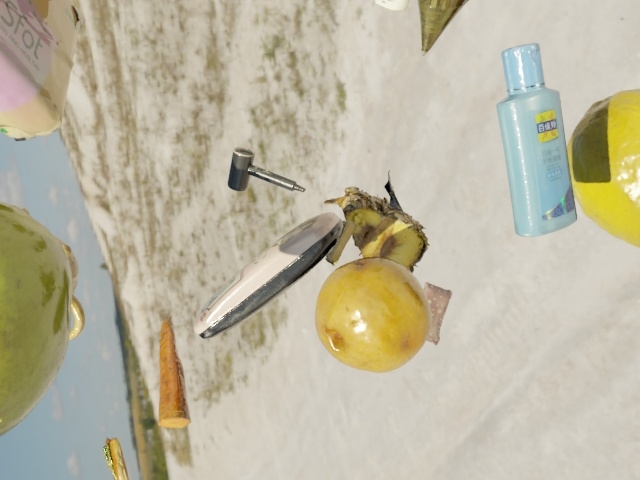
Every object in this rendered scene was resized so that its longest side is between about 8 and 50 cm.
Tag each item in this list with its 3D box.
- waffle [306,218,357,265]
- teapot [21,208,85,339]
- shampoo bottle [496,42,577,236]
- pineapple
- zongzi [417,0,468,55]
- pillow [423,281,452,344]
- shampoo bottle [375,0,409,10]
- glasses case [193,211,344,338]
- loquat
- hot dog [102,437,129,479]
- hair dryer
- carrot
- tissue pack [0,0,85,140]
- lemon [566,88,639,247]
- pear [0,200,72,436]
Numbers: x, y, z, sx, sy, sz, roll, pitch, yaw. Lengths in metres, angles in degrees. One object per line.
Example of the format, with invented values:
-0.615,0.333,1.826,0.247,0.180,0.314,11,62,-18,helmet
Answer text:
0.000,0.000,1.405,0.153,0.023,0.097,6,61,53,waffle
-0.601,0.071,1.570,0.311,0.167,0.203,59,-164,7,teapot
0.295,-0.140,0.995,0.061,0.104,0.258,4,109,58,shampoo bottle
0.134,-0.035,1.544,0.334,0.158,0.161,54,-165,-37,pineapple
0.255,-0.427,1.134,0.112,0.221,0.242,-116,16,-59,zongzi
0.339,0.225,2.188,0.043,0.118,0.185,5,76,63,pillow
0.155,-0.525,1.387,0.077,0.045,0.151,38,124,34,shampoo bottle
-0.089,0.060,1.221,0.075,0.314,0.122,51,-170,-5,glasses case
0.094,0.129,1.273,0.208,0.208,0.208,172,90,-75,loquat
-0.492,0.535,1.725,0.056,0.041,0.133,-46,60,60,hot dog
-0.166,-0.182,2.205,0.070,0.255,0.128,-42,-27,-59,hair dryer
-0.277,0.235,1.320,0.057,0.057,0.224,101,159,-50,carrot
-0.409,-0.281,0.883,0.256,0.123,0.215,61,-154,-61,tissue pack
0.606,-0.127,1.337,0.285,0.286,0.316,127,149,-69,lemon
-0.330,0.075,0.637,0.269,0.212,0.212,-90,5,-46,pear
